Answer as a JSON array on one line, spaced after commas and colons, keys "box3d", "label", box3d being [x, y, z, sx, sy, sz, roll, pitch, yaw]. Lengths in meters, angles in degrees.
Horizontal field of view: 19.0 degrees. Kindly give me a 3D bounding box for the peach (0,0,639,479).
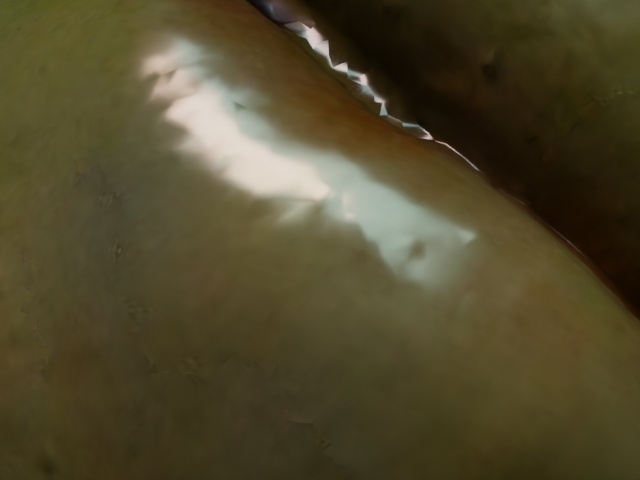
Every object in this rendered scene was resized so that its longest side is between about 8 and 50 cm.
[{"box3d": [0.039, 0.027, 0.448, 0.292, 0.292, 0.247, -8, -23, -11], "label": "peach"}]
